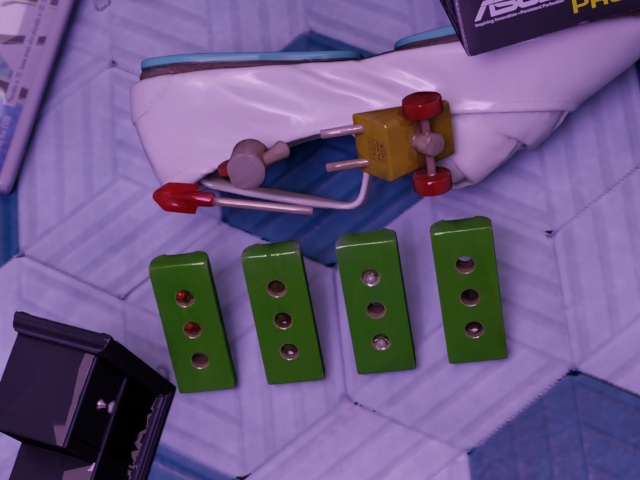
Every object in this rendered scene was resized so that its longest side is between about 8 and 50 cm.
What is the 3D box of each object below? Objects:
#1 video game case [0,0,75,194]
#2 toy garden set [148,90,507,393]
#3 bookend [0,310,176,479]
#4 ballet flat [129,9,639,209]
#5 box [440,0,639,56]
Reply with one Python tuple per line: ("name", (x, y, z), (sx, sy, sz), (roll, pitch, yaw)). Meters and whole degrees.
("video game case", (-0.347, -0.234, 1.127), (0.300, 0.036, 0.329), (17, 79, -6))
("toy garden set", (0.000, 0.000, 0.990), (0.244, 0.203, 0.049), (-7, 26, 8))
("bookend", (-0.177, 0.149, 0.965), (0.072, 0.157, 0.156), (13, 74, 15))
("ballet flat", (0.053, -0.091, 1.033), (0.400, 0.139, 0.139), (-6, 70, 13))
("box", (0.176, -0.240, 0.999), (0.216, 0.060, 0.270), (-15, 33, 2))
